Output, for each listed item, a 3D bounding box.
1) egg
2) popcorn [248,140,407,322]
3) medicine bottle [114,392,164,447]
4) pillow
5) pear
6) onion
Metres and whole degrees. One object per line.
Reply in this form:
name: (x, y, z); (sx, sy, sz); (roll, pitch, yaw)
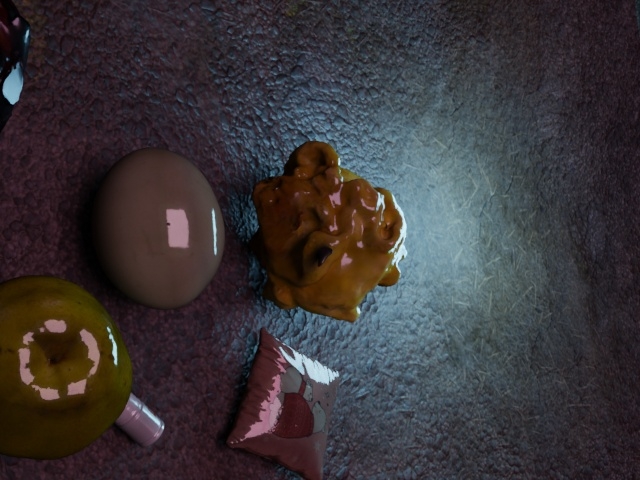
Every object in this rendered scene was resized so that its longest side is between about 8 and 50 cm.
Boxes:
egg: (-0.268, -0.019, 1.907); (0.219, 0.219, 0.269); (-1, 87, -42)
popcorn: (0.000, 0.000, 2.114); (0.316, 0.281, 0.297); (39, 96, -9)
medicine bottle: (-0.308, 0.297, 1.923); (0.089, 0.057, 0.057); (48, 55, -26)
pillow: (-0.060, 0.306, 2.129); (0.223, 0.084, 0.236); (28, 62, -34)
pear: (-0.421, 0.187, 1.694); (0.294, 0.294, 0.294); (9, 77, -41)
onion: (-0.542, -0.263, 1.704); (0.281, 0.221, 0.280); (2, 90, -70)
